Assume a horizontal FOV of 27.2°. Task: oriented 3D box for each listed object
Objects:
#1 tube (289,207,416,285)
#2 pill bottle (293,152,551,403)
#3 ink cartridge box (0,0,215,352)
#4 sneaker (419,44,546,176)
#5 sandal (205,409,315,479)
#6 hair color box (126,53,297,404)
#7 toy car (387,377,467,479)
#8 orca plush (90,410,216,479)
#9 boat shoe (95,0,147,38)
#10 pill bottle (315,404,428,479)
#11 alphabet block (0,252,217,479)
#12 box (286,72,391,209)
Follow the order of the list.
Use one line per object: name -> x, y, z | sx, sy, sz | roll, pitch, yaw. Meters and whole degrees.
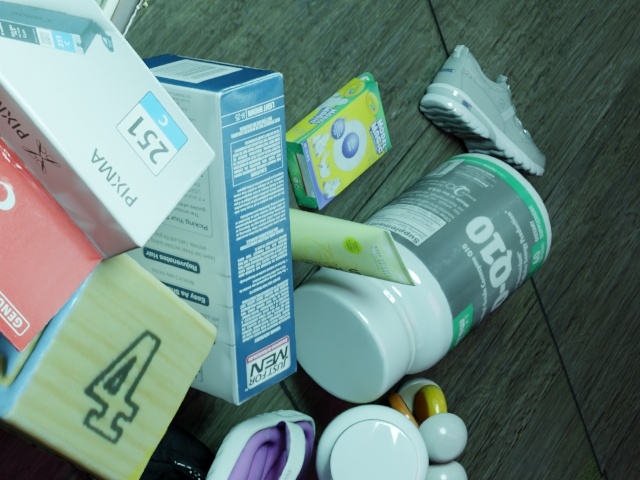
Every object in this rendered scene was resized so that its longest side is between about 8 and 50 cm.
tube -> 0.000, 0.000, 1.540 | 0.070, 0.240, 0.062 | 3, 97, -52
pill bottle -> 0.129, 0.047, 1.744 | 0.361, 0.204, 0.204 | -37, 129, -37
ink cartridge box -> -0.258, -0.099, 1.129 | 0.296, 0.066, 0.261 | 52, 49, -20
sneaker -> 0.256, -0.178, 1.901 | 0.281, 0.105, 0.115 | 35, 75, -50
sandal -> -0.054, 0.289, 1.569 | 0.416, 0.102, 0.169 | -34, 132, -72
hair color box -> -0.128, -0.015, 1.433 | 0.105, 0.174, 0.347 | -25, 121, -46
toy car -> 0.129, 0.296, 1.898 | 0.136, 0.159, 0.182 | -8, 113, -13
orca plush -> -0.163, 0.292, 1.552 | 0.151, 0.102, 0.287 | -55, 138, -23
boat shoe -> -0.194, -0.288, 1.310 | 0.096, 0.116, 0.324 | 23, 80, -50
pill bottle -> 0.061, 0.269, 1.620 | 0.246, 0.136, 0.136 | 86, 25, -83
alphabet block -> -0.257, 0.104, 1.305 | 0.193, 0.192, 0.197 | -60, 140, -14
box -> 0.029, -0.130, 1.692 | 0.179, 0.043, 0.105 | -44, 133, -35
